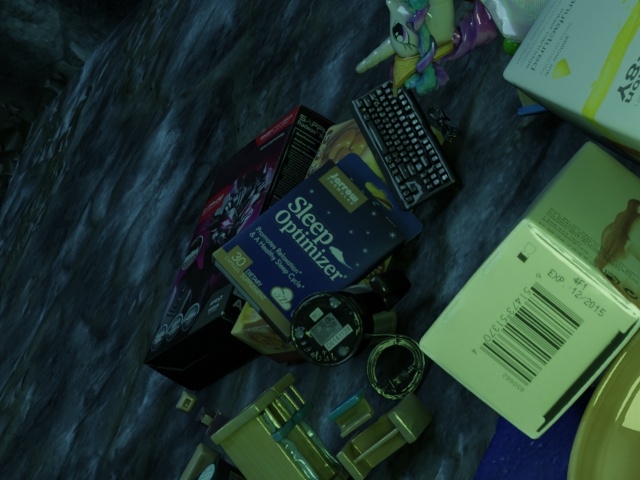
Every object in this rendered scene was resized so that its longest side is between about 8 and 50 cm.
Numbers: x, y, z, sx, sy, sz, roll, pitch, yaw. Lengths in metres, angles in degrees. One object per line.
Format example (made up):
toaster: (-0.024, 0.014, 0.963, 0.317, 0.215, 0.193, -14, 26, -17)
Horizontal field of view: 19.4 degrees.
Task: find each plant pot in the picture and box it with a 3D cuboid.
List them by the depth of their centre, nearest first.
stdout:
plant pot: (0.302, 0.152, 1.401, 0.237, 0.109, 0.237, -48, 23, 28)

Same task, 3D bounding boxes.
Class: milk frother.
milk frother: (0.057, 0.113, 2.081, 0.129, 0.143, 0.135, -24, -5, 19)

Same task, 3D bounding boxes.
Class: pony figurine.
pony figurine: (0.185, -0.336, 2.021, 0.351, 0.363, 0.303, -7, 28, 10)

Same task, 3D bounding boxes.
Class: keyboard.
keyboard: (0.112, -0.126, 2.249, 0.108, 0.023, 0.180, -28, 57, 3)

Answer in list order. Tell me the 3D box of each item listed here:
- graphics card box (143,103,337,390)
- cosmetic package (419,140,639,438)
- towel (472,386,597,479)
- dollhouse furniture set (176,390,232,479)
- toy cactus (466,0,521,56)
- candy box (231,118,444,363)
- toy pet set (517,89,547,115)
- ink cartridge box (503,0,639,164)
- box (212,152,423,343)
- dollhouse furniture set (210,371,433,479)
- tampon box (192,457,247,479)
graphics card box: (-0.103, 0.010, 2.602, 0.233, 0.094, 0.371, -31, 34, 51)
cosmetic package: (0.209, 0.035, 1.604, 0.153, 0.129, 0.296, -53, -4, 24)
towel: (0.193, 0.270, 1.556, 0.227, 0.076, 0.308, -15, 45, 53)
dollhouse furniture set: (-0.163, 0.262, 2.407, 0.114, 0.091, 0.081, -62, 4, -1)
toy cactus: (0.261, -0.321, 2.241, 0.180, 0.112, 0.219, -29, 25, 36)
candy box: (0.022, -0.007, 2.333, 0.183, 0.087, 0.316, -15, 45, 61)
toy pet set: (0.272, -0.166, 2.055, 0.114, 0.065, 0.122, -11, 42, 16)
ink cartridge box: (0.359, -0.197, 1.706, 0.279, 0.160, 0.384, -57, 20, 4)
box: (0.000, 0.000, 2.206, 0.225, 0.136, 0.036, -39, -13, -17)
dollhouse furniture set: (0.010, 0.190, 1.977, 0.183, 0.129, 0.129, -38, 0, 21)
tampon box: (-0.122, 0.354, 2.117, 0.120, 0.101, 0.161, -42, 25, 36)
